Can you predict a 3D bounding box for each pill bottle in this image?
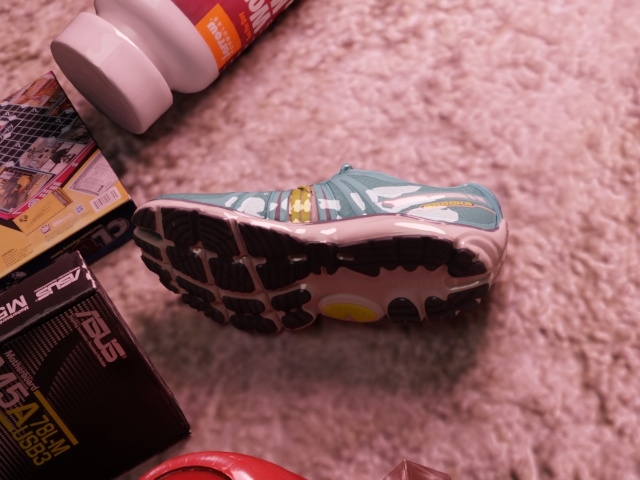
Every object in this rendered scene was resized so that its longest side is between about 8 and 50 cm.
[{"bbox_3d":[-0.101,-0.194,1.534,0.121,0.121,0.221,32,71,33],"label":"pill bottle"}]

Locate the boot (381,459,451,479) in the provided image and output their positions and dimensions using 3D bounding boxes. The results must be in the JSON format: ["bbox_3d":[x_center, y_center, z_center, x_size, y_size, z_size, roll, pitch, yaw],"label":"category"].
[{"bbox_3d":[0.042,0.200,1.264,0.106,0.037,0.114,-6,56,-9],"label":"boot"}]

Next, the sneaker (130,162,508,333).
[{"bbox_3d":[0.000,0.000,1.401,0.275,0.107,0.110,3,38,15],"label":"sneaker"}]

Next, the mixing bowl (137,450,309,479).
[{"bbox_3d":[-0.074,0.206,1.266,0.181,0.098,0.181,-9,54,13],"label":"mixing bowl"}]

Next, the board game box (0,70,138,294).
[{"bbox_3d":[-0.276,-0.010,1.516,0.243,0.042,0.165,-31,53,-4],"label":"board game box"}]

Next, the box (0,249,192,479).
[{"bbox_3d":[-0.202,0.115,1.313,0.184,0.190,0.045,-27,50,-2],"label":"box"}]
